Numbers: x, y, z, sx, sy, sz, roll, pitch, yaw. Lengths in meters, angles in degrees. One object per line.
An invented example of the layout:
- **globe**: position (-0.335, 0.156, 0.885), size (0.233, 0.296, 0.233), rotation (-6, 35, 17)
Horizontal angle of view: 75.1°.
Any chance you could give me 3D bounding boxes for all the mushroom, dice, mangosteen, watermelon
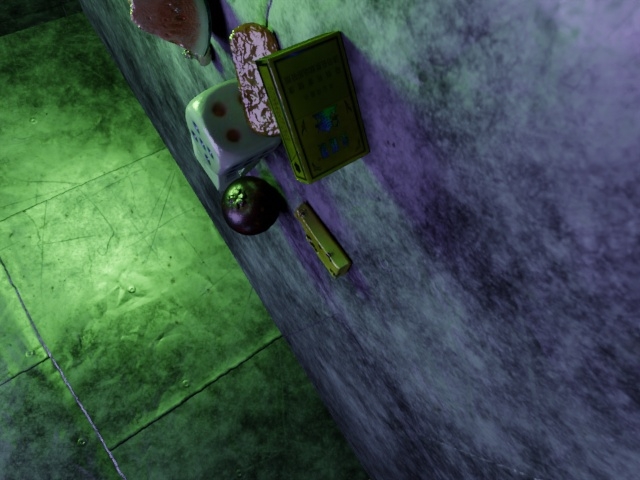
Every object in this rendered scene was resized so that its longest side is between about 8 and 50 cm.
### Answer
- **mushroom**: position (-0.361, -0.549, 1.214), size (0.085, 0.079, 0.085), rotation (45, 154, 30)
- **dice**: position (-0.227, -0.293, 1.090), size (0.192, 0.193, 0.194), rotation (60, 160, -6)
- **mangosteen**: position (-0.227, -0.112, 1.375), size (0.210, 0.209, 0.210), rotation (49, 158, 27)
- **watermelon**: position (-0.392, -0.606, 1.033), size (0.318, 0.226, 0.148), rotation (43, 130, 12)

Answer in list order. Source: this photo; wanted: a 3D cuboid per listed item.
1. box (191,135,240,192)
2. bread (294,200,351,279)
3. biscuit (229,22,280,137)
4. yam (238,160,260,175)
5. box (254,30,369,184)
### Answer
- **box**: position (-0.390, -0.343, 1.549), size (0.200, 0.106, 0.299), rotation (55, 159, 12)
- **bread**: position (0.000, 0.000, 1.177), size (0.226, 0.049, 0.088), rotation (53, 160, 18)
- **biscuit**: position (-0.134, -0.350, 0.931), size (0.118, 0.029, 0.247), rotation (6, 126, 18)
- **yam**: position (-0.239, -0.298, 1.248), size (0.183, 0.107, 0.107), rotation (60, 161, 1)
- **box**: position (-0.008, -0.227, 0.728), size (0.064, 0.140, 0.220), rotation (28, 145, 55)
